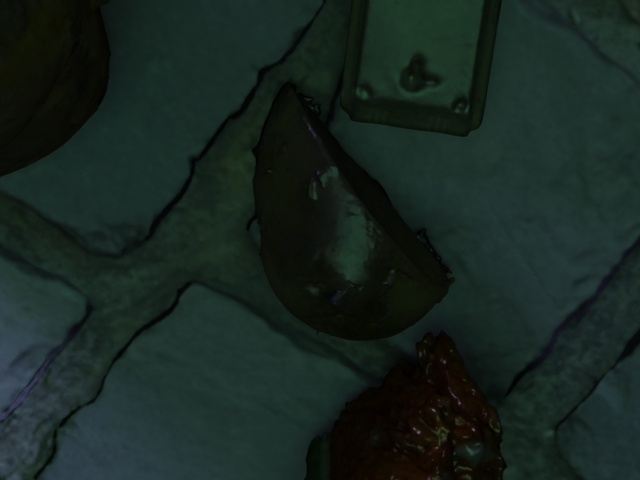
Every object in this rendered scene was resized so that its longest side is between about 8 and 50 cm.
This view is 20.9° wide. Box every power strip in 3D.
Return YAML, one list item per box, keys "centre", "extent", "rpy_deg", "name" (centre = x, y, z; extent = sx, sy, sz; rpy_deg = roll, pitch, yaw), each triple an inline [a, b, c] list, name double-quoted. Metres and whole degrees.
- centre: [0.077, -0.251, 1.007]
  extent: [0.092, 0.066, 0.387]
  rpy_deg: [7, 112, 0]
  name: "power strip"

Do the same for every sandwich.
- centre: [0.062, 0.169, 1.091]
  extent: [0.109, 0.185, 0.160]
  rpy_deg: [39, 109, -20]
  name: "sandwich"

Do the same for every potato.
- centre: [-0.227, -0.115, 0.954]
  extent: [0.229, 0.266, 0.229]
  rpy_deg: [1, 106, 2]
  name: "potato"
- centre: [0.000, 0.000, 1.079]
  extent: [0.101, 0.089, 0.172]
  rpy_deg: [-33, 107, 14]
  name: "potato"
